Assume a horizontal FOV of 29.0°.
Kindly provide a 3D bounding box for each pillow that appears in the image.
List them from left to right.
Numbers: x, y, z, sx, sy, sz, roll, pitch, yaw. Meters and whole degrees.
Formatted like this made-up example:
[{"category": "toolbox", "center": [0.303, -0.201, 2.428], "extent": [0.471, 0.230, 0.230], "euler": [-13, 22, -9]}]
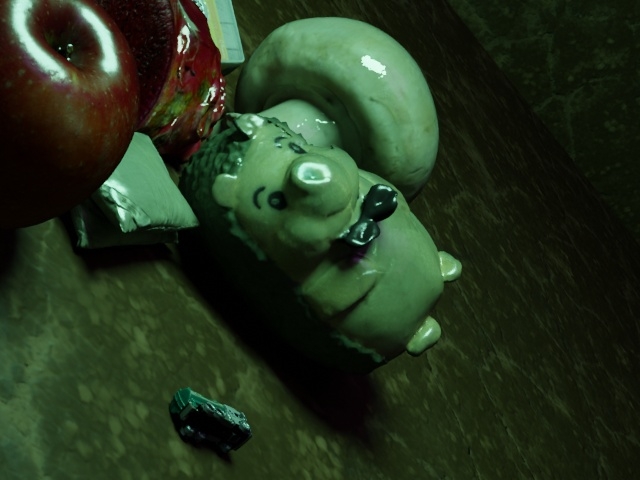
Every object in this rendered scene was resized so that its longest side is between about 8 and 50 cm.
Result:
[{"category": "pillow", "center": [-0.204, -0.055, 1.302], "extent": [0.134, 0.078, 0.181], "euler": [60, 20, 11]}]

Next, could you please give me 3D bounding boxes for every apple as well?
[{"category": "apple", "center": [-0.269, -0.123, 1.079], "extent": [0.218, 0.201, 0.218], "euler": [42, 33, -35]}]

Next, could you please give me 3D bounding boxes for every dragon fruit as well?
[{"category": "dragon fruit", "center": [-0.186, -0.210, 1.502], "extent": [0.163, 0.189, 0.262], "euler": [2, 53, -26]}]

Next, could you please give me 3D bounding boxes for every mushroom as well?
[{"category": "mushroom", "center": [-0.002, -0.135, 1.619], "extent": [0.290, 0.297, 0.297], "euler": [-37, 93, -42]}]

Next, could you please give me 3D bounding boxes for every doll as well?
[{"category": "doll", "center": [0.000, 0.000, 1.440], "extent": [0.349, 0.247, 0.247], "euler": [38, 26, -19]}]

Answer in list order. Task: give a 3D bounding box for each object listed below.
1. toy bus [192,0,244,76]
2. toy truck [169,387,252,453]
[{"category": "toy bus", "center": [-0.180, -0.346, 1.662], "extent": [0.106, 0.092, 0.268], "euler": [-5, 77, -42]}, {"category": "toy truck", "center": [-0.108, 0.176, 1.222], "extent": [0.083, 0.039, 0.044], "euler": [33, 17, -42]}]
